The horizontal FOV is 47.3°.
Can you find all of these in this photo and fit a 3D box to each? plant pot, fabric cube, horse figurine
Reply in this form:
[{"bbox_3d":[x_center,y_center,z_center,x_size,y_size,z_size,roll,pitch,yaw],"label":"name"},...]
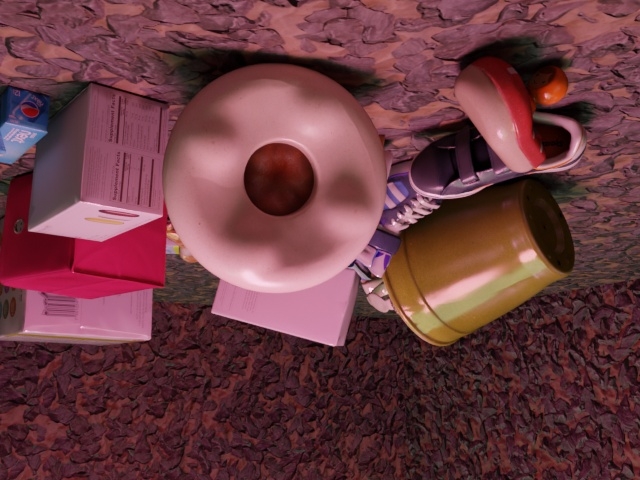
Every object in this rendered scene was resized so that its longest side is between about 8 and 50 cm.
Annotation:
[{"bbox_3d":[0.385,0.026,1.725,0.353,0.367,0.366,-26,154,38],"label":"plant pot"},{"bbox_3d":[-0.530,-0.015,1.654,0.258,0.254,0.259,-9,164,35],"label":"fabric cube"},{"bbox_3d":[-0.355,0.006,2.104,0.174,0.066,0.263,-12,155,-5],"label":"horse figurine"}]

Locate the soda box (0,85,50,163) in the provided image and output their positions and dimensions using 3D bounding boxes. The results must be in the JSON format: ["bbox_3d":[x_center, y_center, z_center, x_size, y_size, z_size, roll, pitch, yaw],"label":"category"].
[{"bbox_3d":[-0.543,-0.197,1.279,0.071,0.067,0.210,10,163,-37],"label":"soda box"}]

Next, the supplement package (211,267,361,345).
[{"bbox_3d":[-0.072,0.124,1.683,0.293,0.178,0.175,14,174,10],"label":"supplement package"}]

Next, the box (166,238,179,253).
[{"bbox_3d":[-0.452,0.013,2.246,0.178,0.042,0.109,1,166,-5],"label":"box"}]

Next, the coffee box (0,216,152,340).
[{"bbox_3d":[-0.682,0.105,1.993,0.338,0.338,0.334,10,165,-38],"label":"coffee box"}]

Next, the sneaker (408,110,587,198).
[{"bbox_3d":[0.311,-0.162,1.307,0.321,0.126,0.127,-14,169,11],"label":"sneaker"}]

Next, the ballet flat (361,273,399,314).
[{"bbox_3d":[0.201,0.109,2.085,0.182,0.164,0.483,-41,-169,2],"label":"ballet flat"}]

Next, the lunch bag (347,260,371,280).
[{"bbox_3d":[0.000,0.000,1.943,0.223,0.160,0.262,-4,148,33],"label":"lunch bag"}]

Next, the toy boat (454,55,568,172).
[{"bbox_3d":[0.309,-0.211,1.123,0.151,0.151,0.231,-37,155,16],"label":"toy boat"}]

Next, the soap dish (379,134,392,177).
[{"bbox_3d":[0.019,-0.077,1.484,0.118,0.229,0.291,22,160,-17],"label":"soap dish"}]

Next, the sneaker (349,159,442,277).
[{"bbox_3d":[0.173,-0.037,1.585,0.322,0.236,0.130,-7,165,35],"label":"sneaker"}]

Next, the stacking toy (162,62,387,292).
[{"bbox_3d":[-0.116,-0.103,1.300,0.350,0.351,0.480,4,-178,-16],"label":"stacking toy"}]

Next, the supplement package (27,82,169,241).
[{"bbox_3d":[-0.395,-0.124,1.287,0.145,0.204,0.262,11,164,-37],"label":"supplement package"}]
